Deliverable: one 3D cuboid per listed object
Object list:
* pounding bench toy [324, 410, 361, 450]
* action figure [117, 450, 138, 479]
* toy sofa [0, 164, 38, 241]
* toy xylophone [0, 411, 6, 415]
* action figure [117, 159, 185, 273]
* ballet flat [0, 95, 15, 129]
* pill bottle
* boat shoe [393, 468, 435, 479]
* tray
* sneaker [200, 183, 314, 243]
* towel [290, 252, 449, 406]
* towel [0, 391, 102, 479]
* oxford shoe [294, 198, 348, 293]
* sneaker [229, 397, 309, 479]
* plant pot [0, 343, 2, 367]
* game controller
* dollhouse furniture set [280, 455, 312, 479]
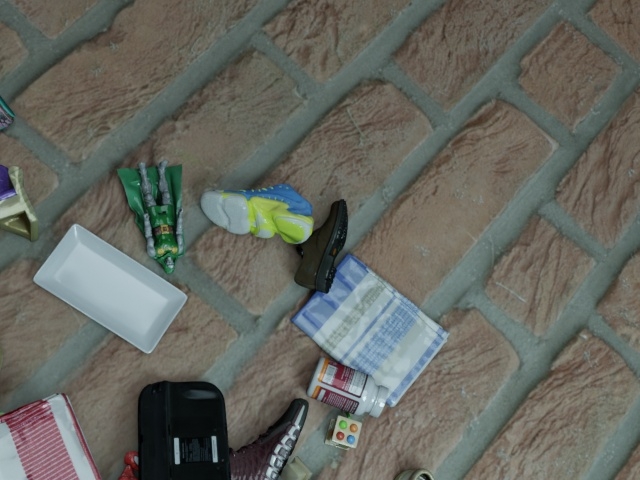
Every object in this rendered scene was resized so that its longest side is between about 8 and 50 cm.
[{"bbox_3d":[0.050,0.369,1.947,0.052,0.065,0.083,19,69,-9],"label":"pounding bench toy"},{"bbox_3d":[-0.305,0.524,1.791,0.139,0.091,0.280,-6,76,-10],"label":"action figure"},{"bbox_3d":[-0.722,-0.034,1.815,0.363,0.150,0.177,-22,82,-20],"label":"toy sofa"},{"bbox_3d":[-0.593,0.428,1.745,0.323,0.081,0.236,39,68,-1],"label":"toy xylophone"},{"bbox_3d":[-0.323,-0.045,1.979,0.137,0.063,0.232,-8,79,-21],"label":"action figure"},{"bbox_3d":[-0.694,-0.315,1.957,0.079,0.077,0.221,-30,83,-2],"label":"ballet flat"},{"bbox_3d":[0.054,0.298,1.951,0.152,0.086,0.086,22,69,0],"label":"pill bottle"},{"bbox_3d":[0.187,0.597,1.896,0.109,0.098,0.302,8,72,-13],"label":"boat shoe"},{"bbox_3d":[-0.412,0.097,1.924,0.270,0.030,0.145,33,67,-3],"label":"tray"},{"bbox_3d":[-0.125,-0.070,2.038,0.240,0.091,0.126,19,39,2],"label":"sneaker"},{"bbox_3d":[0.106,0.185,2.038,0.285,0.034,0.209,40,70,1],"label":"towel"},{"bbox_3d":[-0.556,0.431,1.690,0.329,0.037,0.237,-22,81,-19],"label":"towel"},{"bbox_3d":[0.000,0.000,2.040,0.096,0.082,0.227,11,54,16],"label":"oxford shoe"},{"bbox_3d":[-0.142,0.398,1.869,0.163,0.106,0.281,27,62,6],"label":"sneaker"},{"bbox_3d":[-0.694,0.223,1.752,0.236,0.032,0.236,-2,53,2],"label":"plant pot"},{"bbox_3d":[-0.251,0.395,1.800,0.167,0.067,0.319,6,47,-17],"label":"game controller"},{"bbox_3d":[0.033,0.629,1.845,0.174,0.303,0.355,-1,38,-51],"label":"dollhouse furniture set"}]
